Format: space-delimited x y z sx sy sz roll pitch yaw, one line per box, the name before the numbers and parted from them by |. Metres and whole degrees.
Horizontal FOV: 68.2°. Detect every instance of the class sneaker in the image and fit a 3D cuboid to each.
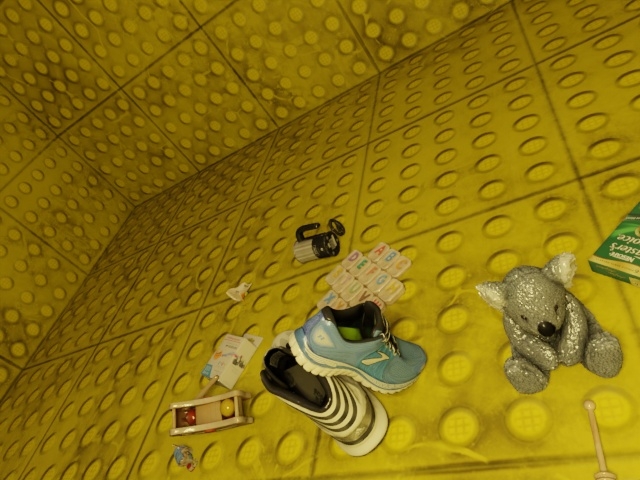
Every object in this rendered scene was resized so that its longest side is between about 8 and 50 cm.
sneaker | -0.044 0.275 1.087 0.169 0.257 0.448 -46 31 -10
sneaker | 0.106 0.211 0.954 0.147 0.330 0.129 -53 38 24

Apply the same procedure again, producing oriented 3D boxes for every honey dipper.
honey dipper | 0.434 0.322 0.735 0.031 0.030 0.160 -19 32 31

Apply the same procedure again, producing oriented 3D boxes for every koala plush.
koala plush | 0.389 0.124 0.847 0.196 0.221 0.203 -25 34 25

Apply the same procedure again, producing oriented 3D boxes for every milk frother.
milk frother | 0.000 0.000 1.574 0.135 0.129 0.143 -14 -4 36

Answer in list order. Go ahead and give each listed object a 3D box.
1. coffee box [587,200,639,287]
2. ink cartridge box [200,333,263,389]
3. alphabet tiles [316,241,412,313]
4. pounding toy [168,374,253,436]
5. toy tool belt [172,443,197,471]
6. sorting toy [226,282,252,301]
coffee box | 0.630 0.003 0.919 0.184 0.040 0.113 -44 31 -7
ink cartridge box | -0.265 0.347 1.426 0.105 0.061 0.181 -1 47 46
alphabet tiles | 0.117 0.122 1.342 0.278 0.021 0.284 -42 30 -4
pounding toy | -0.307 0.423 1.237 0.270 0.154 0.154 -23 62 26
toy tool belt | -0.366 0.574 1.251 0.052 0.051 0.083 -47 32 -11
sorting toy | -0.279 0.177 1.685 0.083 0.044 0.075 -3 40 46
